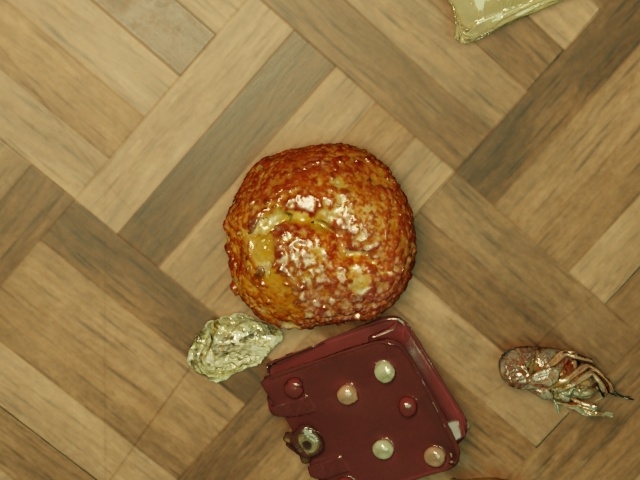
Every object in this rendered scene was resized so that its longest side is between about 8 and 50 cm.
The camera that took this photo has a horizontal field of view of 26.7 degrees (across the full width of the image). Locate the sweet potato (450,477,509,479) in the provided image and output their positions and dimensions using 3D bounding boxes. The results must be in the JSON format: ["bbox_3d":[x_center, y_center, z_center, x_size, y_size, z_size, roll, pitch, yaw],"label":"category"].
[{"bbox_3d":[0.286,0.384,1.767,0.067,0.059,0.281,-37,102,26],"label":"sweet potato"}]

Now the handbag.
[{"bbox_3d":[0.052,0.215,1.673,0.216,0.074,0.203,-22,106,21],"label":"handbag"}]

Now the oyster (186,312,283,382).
[{"bbox_3d":[-0.110,0.139,1.689,0.098,0.037,0.100,27,99,-9],"label":"oyster"}]

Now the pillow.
[{"bbox_3d":[0.237,-0.325,1.603,0.208,0.053,0.119,-23,100,1],"label":"pillow"}]

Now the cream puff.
[{"bbox_3d":[0.000,-0.001,1.608,0.240,0.164,0.240,0,106,-1],"label":"cream puff"}]

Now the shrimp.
[{"bbox_3d":[0.317,0.179,1.720,0.190,0.075,0.073,18,69,-19],"label":"shrimp"}]
